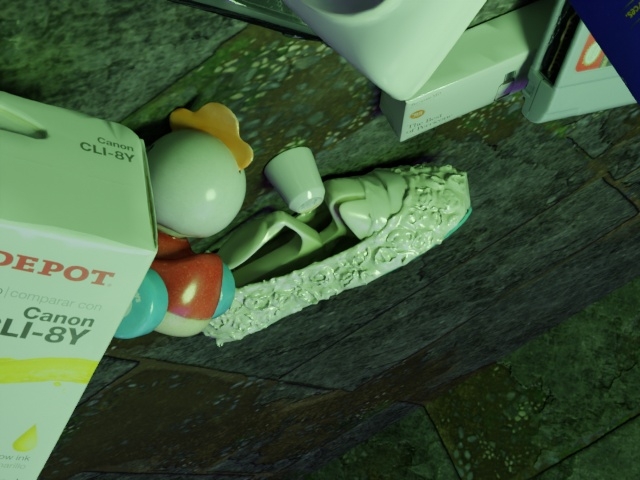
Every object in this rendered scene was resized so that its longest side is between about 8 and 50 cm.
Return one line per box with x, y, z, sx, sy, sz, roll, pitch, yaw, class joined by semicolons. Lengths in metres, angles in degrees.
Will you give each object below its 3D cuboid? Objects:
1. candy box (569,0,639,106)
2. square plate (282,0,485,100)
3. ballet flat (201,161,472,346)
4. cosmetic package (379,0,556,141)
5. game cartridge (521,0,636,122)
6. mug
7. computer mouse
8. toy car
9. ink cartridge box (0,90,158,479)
0.291;-0.302;1.037;0.122;0.317;0.268;-4;149;-46;candy box
-0.007;-0.284;0.716;0.049;0.344;0.347;-44;175;-43;square plate
0.000;0.000;1.667;0.409;0.147;0.147;-29;159;5;ballet flat
0.188;-0.200;1.509;0.239;0.060;0.099;-24;158;-10;cosmetic package
0.343;-0.265;1.444;0.196;0.060;0.294;-18;140;-34;game cartridge
-0.022;-0.067;1.562;0.062;0.064;0.078;-38;157;24;mug
-0.043;-0.218;1.122;0.272;0.188;0.072;9;99;-43;computer mouse
-0.165;-0.043;1.356;0.238;0.210;0.219;-63;164;10;toy car
-0.342;0.061;1.141;0.279;0.160;0.385;13;128;-26;ink cartridge box
